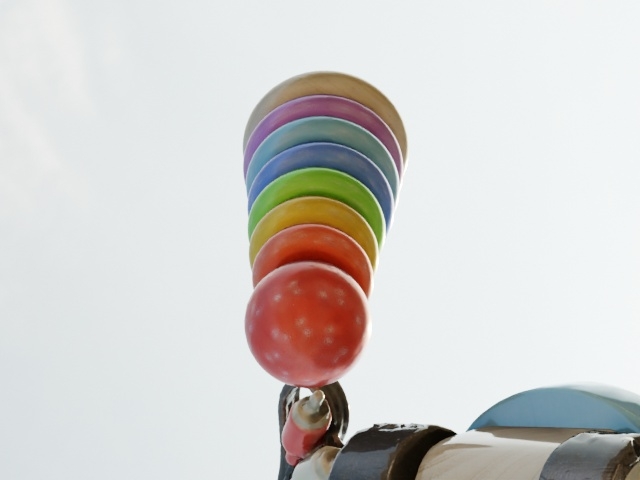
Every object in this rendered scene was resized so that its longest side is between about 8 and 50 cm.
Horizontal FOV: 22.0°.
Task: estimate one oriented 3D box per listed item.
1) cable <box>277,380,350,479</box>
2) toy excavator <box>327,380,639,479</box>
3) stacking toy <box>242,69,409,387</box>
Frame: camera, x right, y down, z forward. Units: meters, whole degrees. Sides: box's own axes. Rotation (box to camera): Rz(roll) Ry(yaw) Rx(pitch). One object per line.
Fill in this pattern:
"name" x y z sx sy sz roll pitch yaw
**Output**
"cable" -0.028 0.205 1.338 0.072 0.287 0.139 -18 -111 -36
"toy excavator" 0.246 0.303 1.156 0.445 0.222 0.433 -6 -89 -47
"stacking toy" 0.000 0.000 1.254 0.141 0.141 0.330 36 -154 -18
